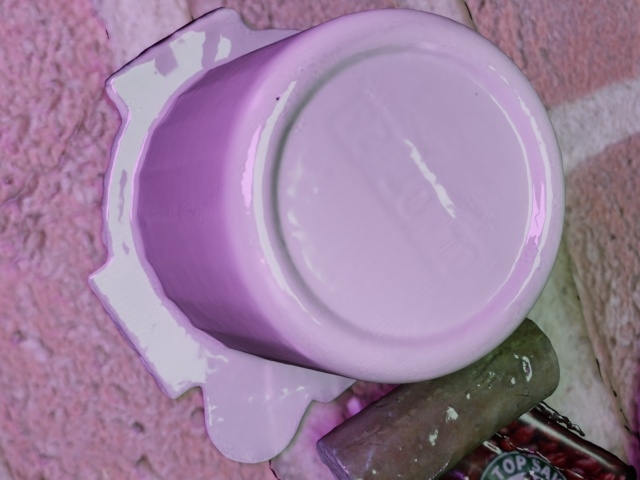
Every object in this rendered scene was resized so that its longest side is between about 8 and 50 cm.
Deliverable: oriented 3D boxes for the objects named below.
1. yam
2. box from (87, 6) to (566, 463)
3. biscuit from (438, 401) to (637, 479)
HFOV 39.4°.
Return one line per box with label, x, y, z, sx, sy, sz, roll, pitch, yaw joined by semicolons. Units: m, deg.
yam;0.078;0.114;0.586;0.169;0.068;0.068;-29;98;-23
box;0.000;0.000;0.507;0.262;0.206;0.291;15;84;-19
biscuit;0.120;0.221;0.617;0.151;0.063;0.235;33;71;-16
